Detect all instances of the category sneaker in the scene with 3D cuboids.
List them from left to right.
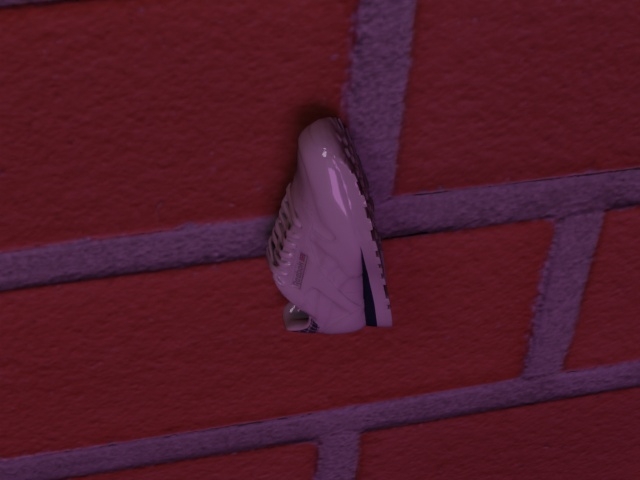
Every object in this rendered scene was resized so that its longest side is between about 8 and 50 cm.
[{"bbox_3d":[0.000,0.000,1.129,0.094,0.090,0.235,-7,139,4],"label":"sneaker"}]
